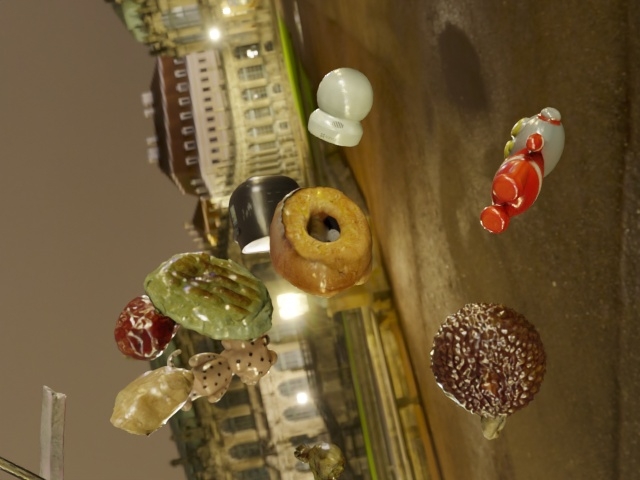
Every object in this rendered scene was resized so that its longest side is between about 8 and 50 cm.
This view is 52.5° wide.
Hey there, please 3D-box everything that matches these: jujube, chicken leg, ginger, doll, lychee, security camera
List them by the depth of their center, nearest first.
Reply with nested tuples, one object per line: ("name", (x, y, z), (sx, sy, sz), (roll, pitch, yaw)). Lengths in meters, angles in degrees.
("doll", (0.389, -0.151, 1.231), (0.336, 0.106, 0.199), (-48, -24, -41))
("ginger", (-0.347, 0.333, 1.368), (0.115, 0.123, 0.193), (51, -154, -6))
("lychee", (0.363, 0.244, 1.408), (0.271, 0.272, 0.271), (169, 90, -89))
("doll", (-0.240, 0.305, 1.589), (0.119, 0.278, 0.154), (-16, 94, 60))
("chicken leg", (-0.003, 0.598, 1.753), (0.103, 0.088, 0.228), (58, 146, -5))
("security camera", (0.074, -0.452, 2.149), (0.194, 0.195, 0.236), (-103, 26, -63))
("jujube", (-0.582, 0.286, 2.181), (0.232, 0.213, 0.212), (-94, -7, -75))

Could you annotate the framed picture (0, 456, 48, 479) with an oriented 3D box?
("framed picture", (-0.716, 0.563, 1.563), (0.195, 0.199, 0.010), (-33, 27, 52))

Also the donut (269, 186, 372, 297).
("donut", (0.000, 0.000, 1.737), (0.317, 0.299, 0.150), (39, 144, 24))

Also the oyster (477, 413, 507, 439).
("oyster", (0.430, 0.339, 1.690), (0.341, 0.111, 0.166), (-107, 34, -54))

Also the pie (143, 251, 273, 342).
("pie", (-0.237, 0.114, 1.405), (0.306, 0.307, 0.071), (-103, 31, -66))

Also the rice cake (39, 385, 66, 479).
("rice cake", (-0.761, 0.595, 1.841), (0.056, 0.073, 0.364), (4, -95, -48))

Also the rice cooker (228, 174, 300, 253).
("rice cooker", (-0.175, -0.087, 2.132), (0.267, 0.268, 0.224), (84, 171, -78))
